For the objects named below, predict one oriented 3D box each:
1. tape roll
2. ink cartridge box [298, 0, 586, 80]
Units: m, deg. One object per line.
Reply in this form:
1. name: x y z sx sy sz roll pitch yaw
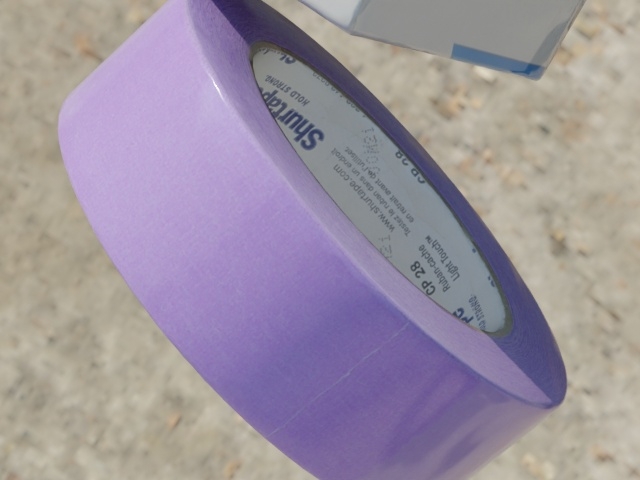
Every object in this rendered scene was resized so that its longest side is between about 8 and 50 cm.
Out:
1. tape roll: 0.000 0.000 0.930 0.275 0.090 0.275 45 16 -16
2. ink cartridge box: 0.014 -0.238 0.951 0.270 0.197 0.198 37 17 30
